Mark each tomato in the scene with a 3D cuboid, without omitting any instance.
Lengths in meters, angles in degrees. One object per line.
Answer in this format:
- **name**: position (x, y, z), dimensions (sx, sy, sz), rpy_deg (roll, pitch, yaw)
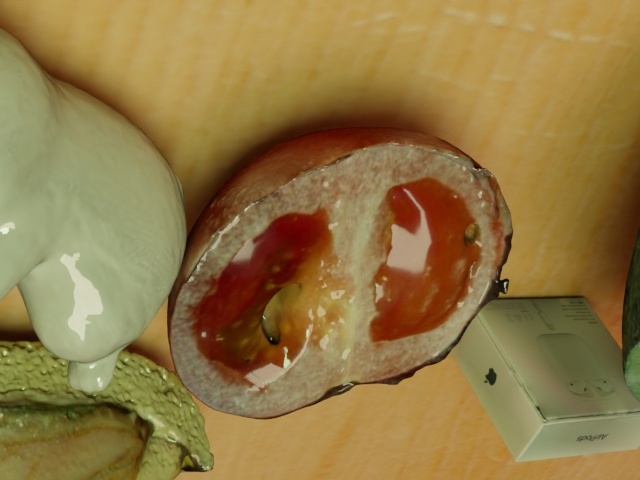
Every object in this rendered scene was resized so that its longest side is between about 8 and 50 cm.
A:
- **tomato**: position (0.000, 0.000, 0.753), dimensions (0.228, 0.112, 0.199), rpy_deg (-11, 131, -23)

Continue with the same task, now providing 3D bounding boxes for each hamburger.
- **hamburger**: position (-0.188, 0.132, 0.800), dimensions (0.207, 0.135, 0.155), rpy_deg (-14, 174, -46)

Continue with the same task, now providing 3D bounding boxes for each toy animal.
- **toy animal**: position (-0.175, -0.039, 0.587), dimensions (0.138, 0.140, 0.282), rpy_deg (-44, 145, 2)

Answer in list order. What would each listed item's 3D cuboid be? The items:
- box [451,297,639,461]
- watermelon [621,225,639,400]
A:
- **box**: position (0.186, 0.107, 0.967), dimensions (0.130, 0.129, 0.051), rpy_deg (0, 134, -31)
- **watermelon**: position (0.355, 0.035, 0.853), dimensions (0.387, 0.258, 0.228), rpy_deg (53, 54, -49)
